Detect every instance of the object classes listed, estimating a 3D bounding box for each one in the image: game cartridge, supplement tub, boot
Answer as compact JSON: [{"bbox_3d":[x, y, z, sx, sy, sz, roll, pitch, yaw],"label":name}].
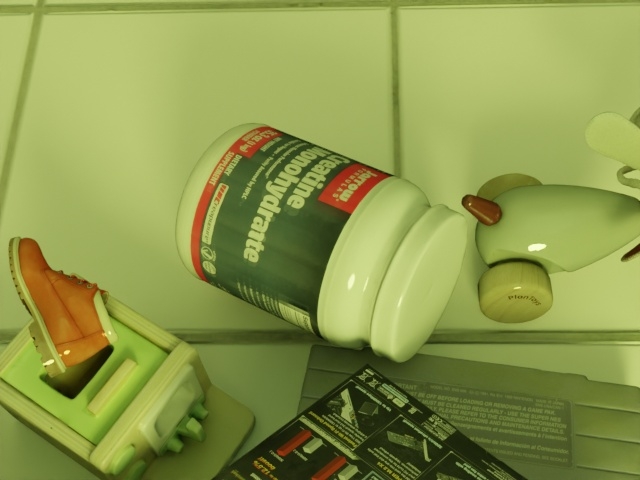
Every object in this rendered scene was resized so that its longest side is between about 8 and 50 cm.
[{"bbox_3d":[0.146,0.222,0.964,0.355,0.068,0.230,7,42,7],"label":"game cartridge"},{"bbox_3d":[0.000,0.000,1.030,0.272,0.191,0.191,23,65,23],"label":"supplement tub"},{"bbox_3d":[-0.261,0.054,0.968,0.085,0.059,0.158,-25,67,-11],"label":"boot"}]

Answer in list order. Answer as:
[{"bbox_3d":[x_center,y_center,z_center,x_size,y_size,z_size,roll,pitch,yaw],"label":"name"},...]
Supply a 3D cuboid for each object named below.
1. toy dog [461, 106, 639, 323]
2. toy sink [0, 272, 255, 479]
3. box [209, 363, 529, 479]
[{"bbox_3d":[0.286,-0.044,1.017,0.334,0.161,0.220,-36,48,15],"label":"toy dog"},{"bbox_3d":[-0.206,0.166,0.999,0.234,0.131,0.152,31,68,18],"label":"toy sink"},{"bbox_3d":[0.074,0.264,0.800,0.307,0.076,0.242,33,43,28],"label":"box"}]
